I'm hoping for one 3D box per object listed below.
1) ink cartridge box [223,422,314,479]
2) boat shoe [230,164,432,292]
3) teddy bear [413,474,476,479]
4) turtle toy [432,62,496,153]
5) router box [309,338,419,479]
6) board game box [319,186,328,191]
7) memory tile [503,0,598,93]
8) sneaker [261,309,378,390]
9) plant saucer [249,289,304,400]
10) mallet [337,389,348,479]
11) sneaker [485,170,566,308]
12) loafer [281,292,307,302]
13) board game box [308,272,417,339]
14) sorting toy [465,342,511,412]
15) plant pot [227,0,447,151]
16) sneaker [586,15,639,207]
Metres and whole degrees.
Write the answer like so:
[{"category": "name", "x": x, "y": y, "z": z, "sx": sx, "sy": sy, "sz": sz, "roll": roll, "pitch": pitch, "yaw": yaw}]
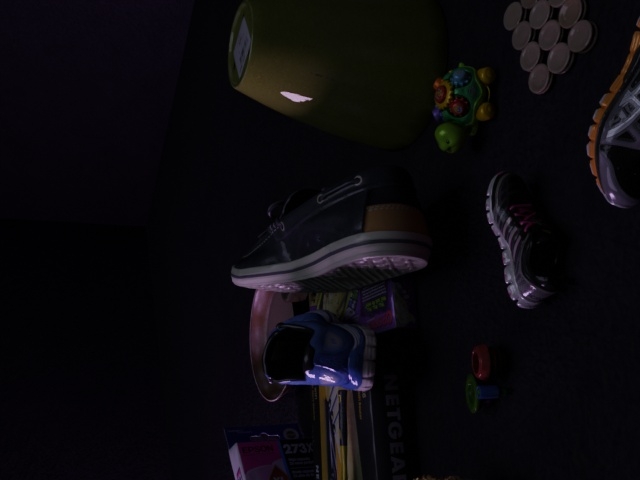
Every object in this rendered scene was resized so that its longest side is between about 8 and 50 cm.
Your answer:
[{"category": "ink cartridge box", "x": -0.068, "y": 0.491, "z": 1.311, "sx": 0.371, "sy": 0.176, "sz": 0.069, "roll": -120, "pitch": 40, "yaw": -52}, {"category": "boat shoe", "x": 0.000, "y": 0.000, "z": 1.112, "sx": 0.500, "sy": 0.187, "sz": 0.155, "roll": -22, "pitch": 65, "yaw": 57}, {"category": "teddy bear", "x": 0.198, "y": 0.456, "z": 0.825, "sx": 0.245, "sy": 0.113, "sz": 0.337, "roll": 134, "pitch": 127, "yaw": -66}, {"category": "turtle toy", "x": 0.193, "y": -0.187, "z": 0.936, "sx": 0.095, "sy": 0.066, "sz": 0.130, "roll": 176, "pitch": 96, "yaw": -66}, {"category": "router box", "x": 0.067, "y": 0.336, "z": 1.140, "sx": 0.243, "sy": 0.081, "sz": 0.308, "roll": 147, "pitch": 123, "yaw": -61}, {"category": "board game box", "x": 0.000, "y": -0.058, "z": 1.421, "sx": 0.090, "sy": 0.020, "sz": 0.090, "roll": 148, "pitch": 120, "yaw": -62}, {"category": "memory tile", "x": 0.279, "y": -0.265, "z": 0.818, "sx": 0.113, "sy": 0.012, "sz": 0.148, "roll": 127, "pitch": 140, "yaw": -52}, {"category": "sneaker", "x": -0.034, "y": 0.174, "z": 1.111, "sx": 0.330, "sy": 0.147, "sz": 0.129, "roll": 167, "pitch": 110, "yaw": -67}, {"category": "plant saucer", "x": -0.100, "y": 0.221, "z": 1.579, "sx": 0.311, "sy": 0.050, "sz": 0.310, "roll": -178, "pitch": 90, "yaw": -66}, {"category": "mallet", "x": 0.041, "y": 0.335, "z": 1.060, "sx": 0.062, "sy": 0.039, "sz": 0.189, "roll": 158, "pitch": 117, "yaw": -62}, {"category": "sneaker", "x": 0.250, "y": -0.008, "z": 0.792, "sx": 0.075, "sy": 0.063, "sz": 0.170, "roll": 145, "pitch": 120, "yaw": -61}, {"category": "loafer", "x": -0.027, "y": 0.063, "z": 1.327, "sx": 0.148, "sy": 0.050, "sz": 0.056, "roll": -56, "pitch": 38, "yaw": 24}, {"category": "board game box", "x": 0.063, "y": 0.086, "z": 1.229, "sx": 0.347, "sy": 0.056, "sz": 0.208, "roll": 147, "pitch": 127, "yaw": -62}, {"category": "sorting toy", "x": 0.221, "y": 0.184, "z": 0.871, "sx": 0.061, "sy": 0.042, "sz": 0.101, "roll": -98, "pitch": 9, "yaw": -61}, {"category": "plant pot", "x": 0.008, "y": -0.298, "z": 1.091, "sx": 0.275, "sy": 0.294, "sz": 0.274, "roll": -177, "pitch": 90, "yaw": -66}, {"category": "sneaker", "x": 0.322, "y": -0.130, "z": 0.621, "sx": 0.083, "sy": 0.084, "sz": 0.214, "roll": 39, "pitch": 122, "yaw": 56}]
